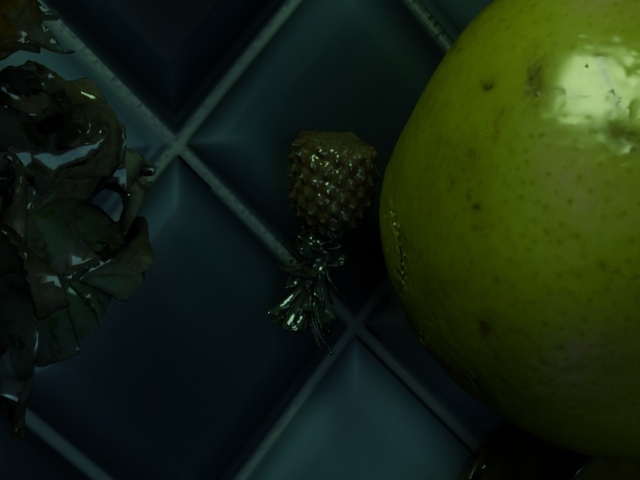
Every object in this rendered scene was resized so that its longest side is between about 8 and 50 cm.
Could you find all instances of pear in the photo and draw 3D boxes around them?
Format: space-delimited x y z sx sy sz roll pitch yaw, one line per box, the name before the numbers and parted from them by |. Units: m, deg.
pear | 0.200 -0.016 0.850 0.285 0.336 0.285 13 90 -72

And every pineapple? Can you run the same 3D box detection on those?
pineapple | 0.000 0.000 0.900 0.058 0.058 0.124 0 109 -32
pineapple | -0.165 -0.053 0.706 0.262 0.262 0.272 -48 136 -17

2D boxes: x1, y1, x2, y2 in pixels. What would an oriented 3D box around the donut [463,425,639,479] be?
donut | 0.190 0.210 1.019 0.272 0.107 0.272 -9 105 -35
